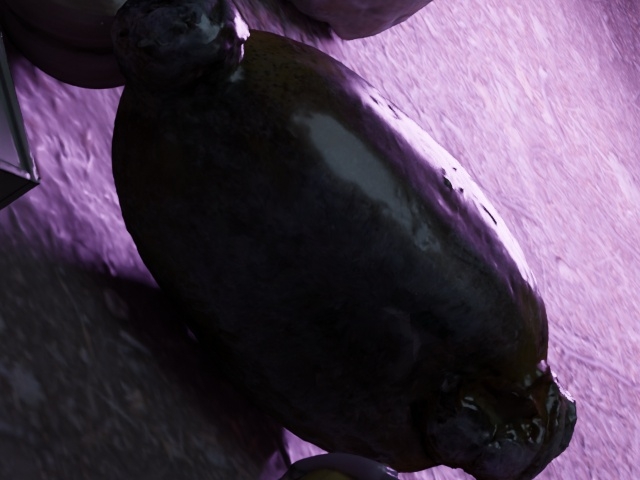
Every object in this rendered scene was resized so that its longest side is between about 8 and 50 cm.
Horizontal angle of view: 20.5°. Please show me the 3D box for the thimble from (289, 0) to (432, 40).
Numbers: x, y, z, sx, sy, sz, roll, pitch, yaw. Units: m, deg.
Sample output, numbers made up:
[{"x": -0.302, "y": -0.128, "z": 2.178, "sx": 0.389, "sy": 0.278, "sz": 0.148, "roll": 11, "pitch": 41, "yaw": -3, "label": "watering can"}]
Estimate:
[{"x": 0.029, "y": -0.322, "z": 1.423, "sx": 0.291, "sy": 0.195, "sz": 0.291, "roll": 45, "pitch": 27, "yaw": -31, "label": "thimble"}]

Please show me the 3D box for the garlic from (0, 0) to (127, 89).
[{"x": -0.147, "y": -0.162, "z": 0.968, "sx": 0.194, "sy": 0.127, "sz": 0.131, "roll": 29, "pitch": 7, "yaw": -5, "label": "garlic"}]

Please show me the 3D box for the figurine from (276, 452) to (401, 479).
[{"x": 0.032, "y": 0.196, "z": 0.856, "sx": 0.208, "sy": 0.128, "sz": 0.184, "roll": 37, "pitch": 26, "yaw": -59, "label": "figurine"}]

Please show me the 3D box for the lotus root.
[{"x": -0.001, "y": -0.001, "z": 0.967, "sx": 0.349, "sy": 0.175, "sz": 0.175, "roll": 50, "pitch": 23, "yaw": -23, "label": "lotus root"}]

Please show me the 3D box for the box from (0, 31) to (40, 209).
[{"x": -0.216, "y": -0.114, "z": 0.764, "sx": 0.129, "sy": 0.086, "sz": 0.225, "roll": 26, "pitch": 39, "yaw": -55, "label": "box"}]
